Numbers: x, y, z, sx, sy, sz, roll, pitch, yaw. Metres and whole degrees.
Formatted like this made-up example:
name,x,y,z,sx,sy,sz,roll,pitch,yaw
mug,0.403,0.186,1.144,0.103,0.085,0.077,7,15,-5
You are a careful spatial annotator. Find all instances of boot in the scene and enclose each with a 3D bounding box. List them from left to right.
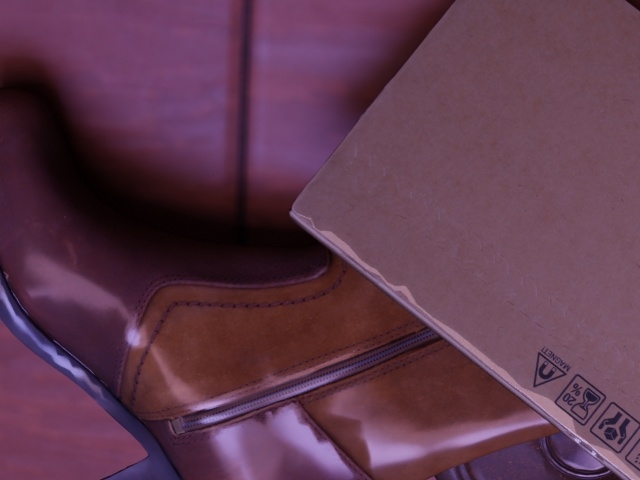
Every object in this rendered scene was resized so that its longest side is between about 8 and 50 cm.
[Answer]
name,x,y,z,sx,sy,sz,roll,pitch,yaw
boot,0.000,0.000,0.842,0.280,0.096,0.264,-27,82,11

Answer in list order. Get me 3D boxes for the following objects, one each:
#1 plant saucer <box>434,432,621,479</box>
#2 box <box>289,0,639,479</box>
name,x,y,z,sx,sy,sz,roll,pitch,yaw
plant saucer,0.127,0.089,0.898,0.168,0.029,0.168,4,114,8
box,0.114,-0.014,0.805,0.201,0.021,0.164,38,87,5
